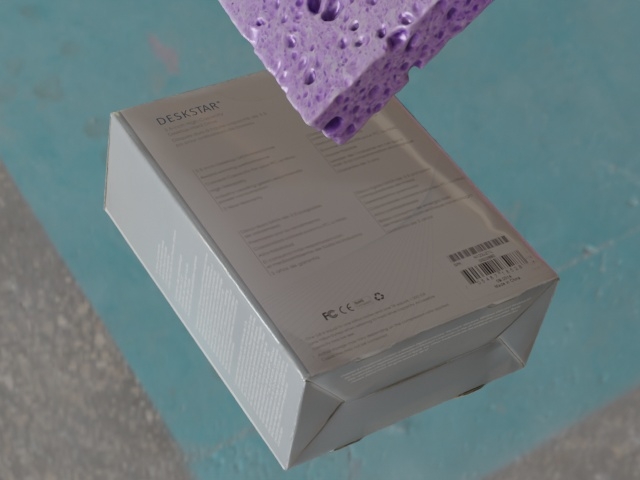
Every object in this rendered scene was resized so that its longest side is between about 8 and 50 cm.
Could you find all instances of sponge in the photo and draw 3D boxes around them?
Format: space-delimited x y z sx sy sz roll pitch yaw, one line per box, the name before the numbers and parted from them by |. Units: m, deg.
sponge | 0.051 -0.154 0.706 0.210 0.031 0.117 -44 49 13

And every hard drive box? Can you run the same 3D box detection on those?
hard drive box | 0.000 0.000 0.905 0.181 0.089 0.232 -18 53 -27
